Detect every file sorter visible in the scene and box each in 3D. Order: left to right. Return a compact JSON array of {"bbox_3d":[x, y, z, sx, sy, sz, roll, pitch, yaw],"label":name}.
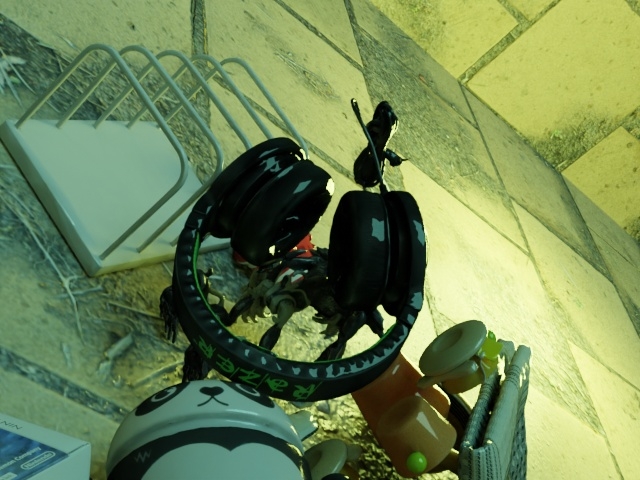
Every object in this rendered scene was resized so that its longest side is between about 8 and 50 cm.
[{"bbox_3d":[-0.171,-0.103,1.087,0.192,0.173,0.278,55,25,11],"label":"file sorter"}]

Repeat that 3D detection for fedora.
[{"bbox_3d":[0.130,0.240,1.227,0.194,0.079,0.194,32,28,-19],"label":"fedora"}]

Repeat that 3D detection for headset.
[{"bbox_3d":[0.000,0.000,1.012,0.244,0.185,0.394,25,54,4],"label":"headset"}]

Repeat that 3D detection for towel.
[{"bbox_3d":[0.211,0.301,1.104,0.324,0.056,0.312,-45,132,-67],"label":"towel"}]

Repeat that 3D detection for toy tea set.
[{"bbox_3d":[0.080,0.232,0.999,0.124,0.200,0.336,53,50,-14],"label":"toy tea set"}]

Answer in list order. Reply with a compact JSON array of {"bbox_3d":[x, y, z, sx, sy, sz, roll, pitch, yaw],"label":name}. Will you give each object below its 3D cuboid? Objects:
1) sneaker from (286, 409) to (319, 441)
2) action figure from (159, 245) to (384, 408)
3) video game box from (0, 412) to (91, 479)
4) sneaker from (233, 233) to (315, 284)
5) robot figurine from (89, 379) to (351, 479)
[{"bbox_3d":[-0.060,0.190,0.999,0.075,0.057,0.161,59,28,7],"label":"sneaker"},{"bbox_3d":[-0.041,0.090,1.071,0.276,0.141,0.164,-5,47,-37],"label":"action figure"},{"bbox_3d":[-0.274,0.147,0.576,0.187,0.048,0.205,10,12,22],"label":"video game box"},{"bbox_3d":[-0.042,-0.005,1.304,0.128,0.087,0.221,49,35,-24],"label":"sneaker"},{"bbox_3d":[-0.082,0.239,0.748,0.209,0.174,0.278,40,25,-39],"label":"robot figurine"}]
